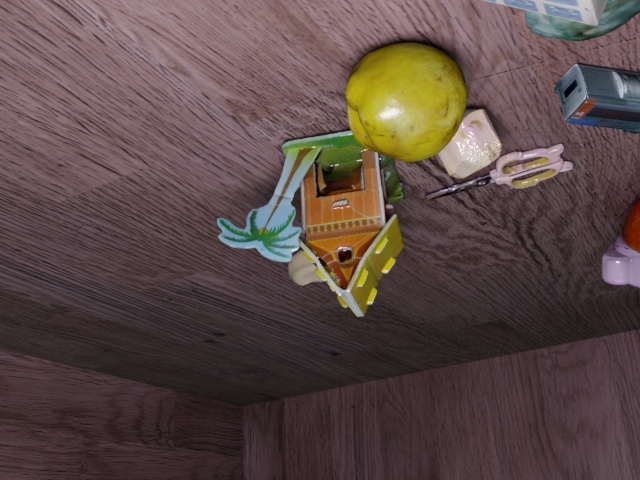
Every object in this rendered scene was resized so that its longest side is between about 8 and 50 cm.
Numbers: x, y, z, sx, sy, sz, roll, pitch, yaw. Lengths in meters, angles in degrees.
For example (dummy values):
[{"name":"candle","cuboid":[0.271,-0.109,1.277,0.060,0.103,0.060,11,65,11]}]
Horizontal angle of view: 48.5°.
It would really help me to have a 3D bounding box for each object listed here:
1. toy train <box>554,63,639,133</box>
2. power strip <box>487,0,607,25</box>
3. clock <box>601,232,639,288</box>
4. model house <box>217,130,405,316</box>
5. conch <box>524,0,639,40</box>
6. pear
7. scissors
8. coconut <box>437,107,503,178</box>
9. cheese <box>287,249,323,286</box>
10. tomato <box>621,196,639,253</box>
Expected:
[{"name":"toy train","cuboid":[0.620,-0.241,1.262,0.410,0.086,0.089,3,152,-15]},{"name":"power strip","cuboid":[0.157,-0.325,0.835,0.368,0.043,0.106,23,-174,26]},{"name":"clock","cuboid":[0.825,0.041,1.658,0.296,0.113,0.322,7,-162,40]},{"name":"model house","cuboid":[0.000,0.000,1.413,0.340,0.323,0.300,-9,154,11]},{"name":"conch","cuboid":[0.342,-0.355,0.880,0.220,0.195,0.277,-41,-174,19]},{"name":"pear","cuboid":[0.137,-0.220,1.129,0.200,0.199,0.200,-3,155,-1]},{"name":"scissors","cuboid":[0.375,-0.133,1.534,0.318,0.024,0.160,-17,153,26]},{"name":"coconut","cuboid":[0.263,-0.186,1.299,0.116,0.122,0.116,-32,-176,3]},{"name":"cheese","cuboid":[0.010,0.046,1.815,0.164,0.070,0.249,2,155,-14]},{"name":"tomato","cuboid":[0.835,-0.060,1.547,0.339,0.143,0.338,-8,-165,2]}]
